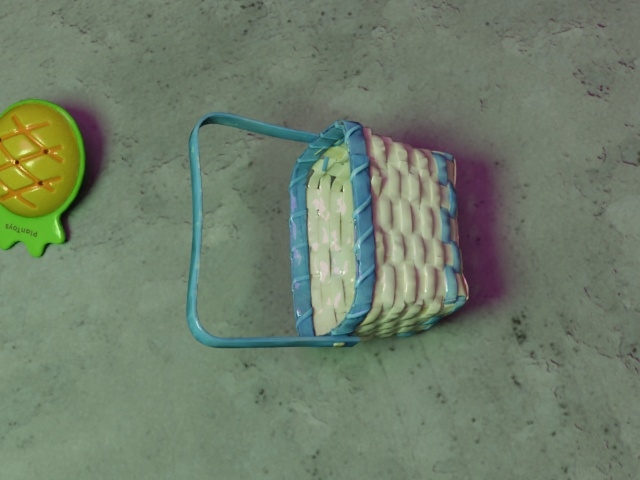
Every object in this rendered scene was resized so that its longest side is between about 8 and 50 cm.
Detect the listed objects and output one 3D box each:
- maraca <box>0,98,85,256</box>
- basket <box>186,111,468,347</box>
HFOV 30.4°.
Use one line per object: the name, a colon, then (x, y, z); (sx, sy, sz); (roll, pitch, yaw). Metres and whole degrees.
maraca: (-0.341, -0.074, 1.391); (0.127, 0.099, 0.185); (13, 98, 13)
basket: (0.000, 0.000, 1.249); (0.289, 0.201, 0.254); (9, 68, -23)
